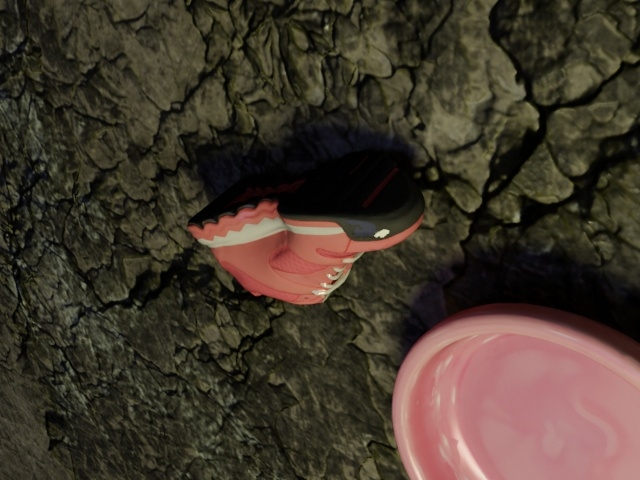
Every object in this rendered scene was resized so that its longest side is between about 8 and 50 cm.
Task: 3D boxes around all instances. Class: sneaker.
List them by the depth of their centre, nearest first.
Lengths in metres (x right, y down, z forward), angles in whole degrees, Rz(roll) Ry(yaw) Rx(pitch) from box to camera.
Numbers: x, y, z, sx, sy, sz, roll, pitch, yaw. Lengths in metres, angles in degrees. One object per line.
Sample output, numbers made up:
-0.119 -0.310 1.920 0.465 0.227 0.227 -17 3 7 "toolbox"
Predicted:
0.000 0.000 0.891 0.314 0.116 0.136 -3 123 50 "sneaker"

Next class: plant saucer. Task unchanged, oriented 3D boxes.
0.223 0.197 0.813 0.332 0.084 0.332 22 128 32 "plant saucer"
